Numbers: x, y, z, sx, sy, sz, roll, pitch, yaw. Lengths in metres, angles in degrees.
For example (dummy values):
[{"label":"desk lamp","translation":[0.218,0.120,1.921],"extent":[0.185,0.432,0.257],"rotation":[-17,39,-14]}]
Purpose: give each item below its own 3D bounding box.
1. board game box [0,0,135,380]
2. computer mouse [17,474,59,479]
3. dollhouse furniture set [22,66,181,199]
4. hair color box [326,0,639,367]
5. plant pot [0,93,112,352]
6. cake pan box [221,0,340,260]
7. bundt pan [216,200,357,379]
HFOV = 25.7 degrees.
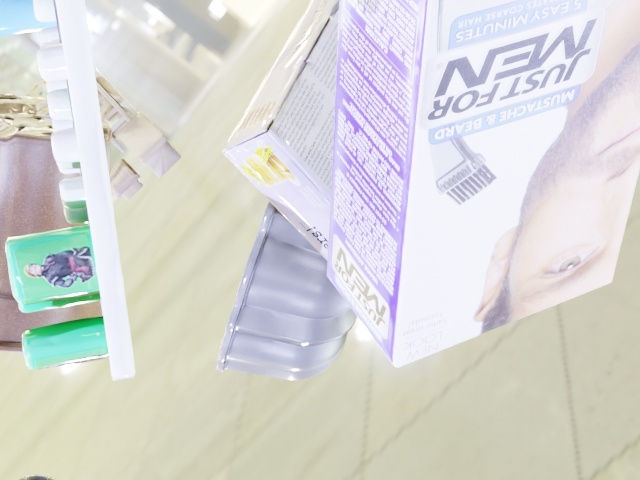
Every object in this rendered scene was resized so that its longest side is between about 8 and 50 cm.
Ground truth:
[{"label":"board game box","translation":[-0.150,-0.197,0.643],"extent":[0.390,0.050,0.390],"rotation":[-111,15,-51]},{"label":"computer mouse","translation":[-0.150,0.273,1.032],"extent":[0.071,0.242,0.041],"rotation":[-38,-6,7]},{"label":"dollhouse furniture set","translation":[-0.271,-0.088,1.478],"extent":[0.182,0.101,0.161],"rotation":[-45,50,-3]},{"label":"hair color box","translation":[0.110,-0.091,0.874],"extent":[0.110,0.185,0.339],"rotation":[55,155,37]},{"label":"plant pot","translation":[-0.235,-0.020,1.094],"extent":[0.167,0.167,0.165],"rotation":[-106,25,-72]},{"label":"cake pan box","translation":[0.056,-0.096,1.300],"extent":[0.070,0.246,0.267],"rotation":[-18,36,42]},{"label":"bundt pan","translation":[0.000,0.000,1.494],"extent":[0.331,0.124,0.330],"rotation":[-162,90,-90]}]
